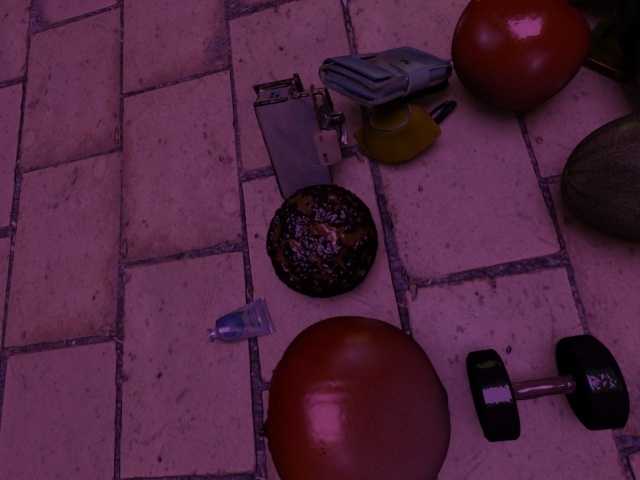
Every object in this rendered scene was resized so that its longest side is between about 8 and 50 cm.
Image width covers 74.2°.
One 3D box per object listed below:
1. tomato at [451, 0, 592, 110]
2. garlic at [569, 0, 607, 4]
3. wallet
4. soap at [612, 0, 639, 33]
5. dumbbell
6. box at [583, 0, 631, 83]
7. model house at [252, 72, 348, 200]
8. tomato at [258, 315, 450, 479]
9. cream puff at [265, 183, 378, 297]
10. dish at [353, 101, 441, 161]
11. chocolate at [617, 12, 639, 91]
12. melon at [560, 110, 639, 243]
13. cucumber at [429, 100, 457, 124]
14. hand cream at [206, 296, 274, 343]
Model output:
[{"bbox_3d":[0.392,-0.389,0.850,0.256,0.256,0.224,42,103,20],"label":"tomato"},{"bbox_3d":[0.591,-0.617,0.903,0.228,0.152,0.228,-10,61,18],"label":"garlic"},{"bbox_3d":[0.146,-0.358,0.910,0.250,0.075,0.176,-25,47,-32],"label":"wallet"},{"bbox_3d":[0.630,-0.478,0.755,0.218,0.273,0.098,-12,85,35],"label":"soap"},{"bbox_3d":[0.375,0.252,0.726,0.218,0.152,0.152,-12,73,10],"label":"dumbbell"},{"bbox_3d":[0.657,-0.443,0.913,0.121,0.030,0.193,38,87,19],"label":"box"},{"bbox_3d":[-0.030,-0.249,0.945,0.178,0.271,0.206,-9,38,12],"label":"model house"},{"bbox_3d":[0.063,0.287,0.711,0.321,0.321,0.321,-3,74,12],"label":"tomato"},{"bbox_3d":[0.000,0.000,0.867,0.239,0.165,0.239,-1,87,11],"label":"cream puff"},{"bbox_3d":[0.156,-0.255,0.931,0.207,0.080,0.149,4,68,27],"label":"dish"},{"bbox_3d":[0.702,-0.315,0.738,0.283,0.283,0.186,-5,81,12],"label":"chocolate"},{"bbox_3d":[0.588,-0.109,0.729,0.301,0.237,0.237,3,76,19],"label":"melon"},{"bbox_3d":[0.236,-0.257,0.959,0.184,0.033,0.036,-45,48,1],"label":"cucumber"},{"bbox_3d":[-0.180,0.185,0.933,0.142,0.053,0.084,-20,71,-3],"label":"hand cream"}]
